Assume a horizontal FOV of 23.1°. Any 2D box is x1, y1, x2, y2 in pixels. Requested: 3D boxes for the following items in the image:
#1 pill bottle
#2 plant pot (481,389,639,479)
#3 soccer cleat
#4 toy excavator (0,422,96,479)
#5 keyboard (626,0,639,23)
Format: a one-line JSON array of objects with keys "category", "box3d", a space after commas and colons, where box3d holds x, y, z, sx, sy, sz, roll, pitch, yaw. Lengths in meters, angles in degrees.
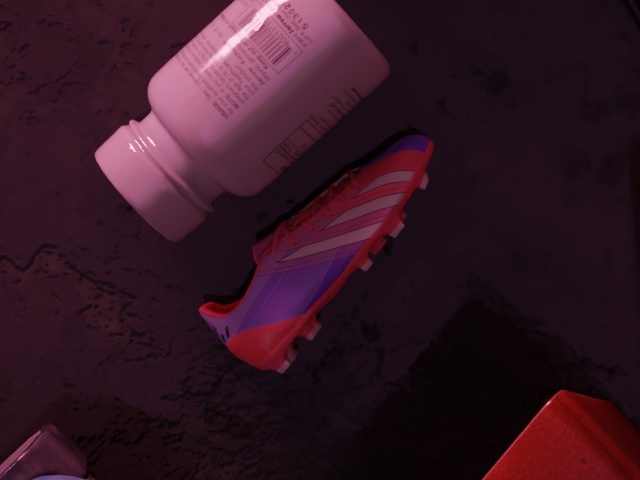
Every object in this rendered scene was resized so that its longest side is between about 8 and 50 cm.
[{"category": "pill bottle", "box3d": [-0.067, -0.110, 1.280, 0.229, 0.131, 0.131, -42, 96, 5]}, {"category": "plant pot", "box3d": [0.216, 0.299, 1.234, 0.236, 0.267, 0.267, 40, 96, 20]}, {"category": "soccer cleat", "box3d": [0.000, 0.000, 1.325, 0.095, 0.083, 0.248, 37, 99, -1]}, {"category": "toy excavator", "box3d": [-0.299, 0.381, 1.183, 0.433, 0.445, 0.222, -42, 95, 2]}, {"category": "keyboard", "box3d": [0.334, -0.273, 1.314, 0.202, 0.033, 0.317, -30, 98, 10]}]
